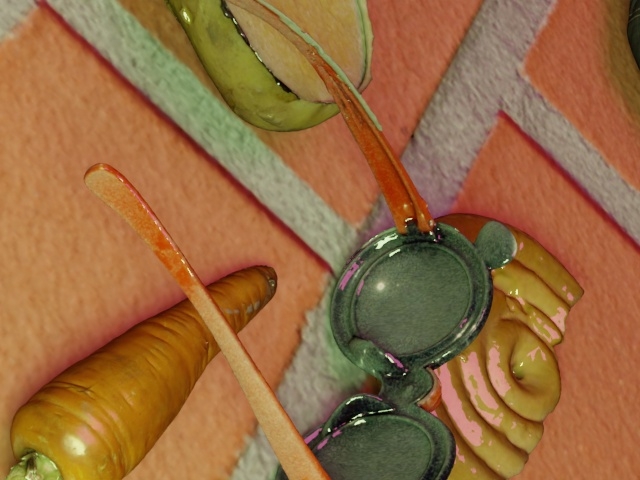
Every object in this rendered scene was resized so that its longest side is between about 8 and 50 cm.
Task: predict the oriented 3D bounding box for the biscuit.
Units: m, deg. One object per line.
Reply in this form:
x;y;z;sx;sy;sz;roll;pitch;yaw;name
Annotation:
0.093;0.055;1.227;0.144;0.033;0.224;45;41;-12;biscuit

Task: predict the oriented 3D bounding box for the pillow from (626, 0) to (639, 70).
0.333;-0.082;1.500;0.161;0.092;0.335;-25;83;-54;pillow

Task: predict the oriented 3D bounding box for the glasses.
0.000;0.000;1.043;0.268;0.118;0.234;61;34;-38;glasses

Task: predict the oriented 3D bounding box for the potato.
-0.052;-0.154;1.191;0.164;0.081;0.200;-16;79;-56;potato

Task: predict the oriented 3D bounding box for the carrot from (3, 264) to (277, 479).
-0.079;0.063;1.038;0.061;0.061;0.256;53;39;-3;carrot
